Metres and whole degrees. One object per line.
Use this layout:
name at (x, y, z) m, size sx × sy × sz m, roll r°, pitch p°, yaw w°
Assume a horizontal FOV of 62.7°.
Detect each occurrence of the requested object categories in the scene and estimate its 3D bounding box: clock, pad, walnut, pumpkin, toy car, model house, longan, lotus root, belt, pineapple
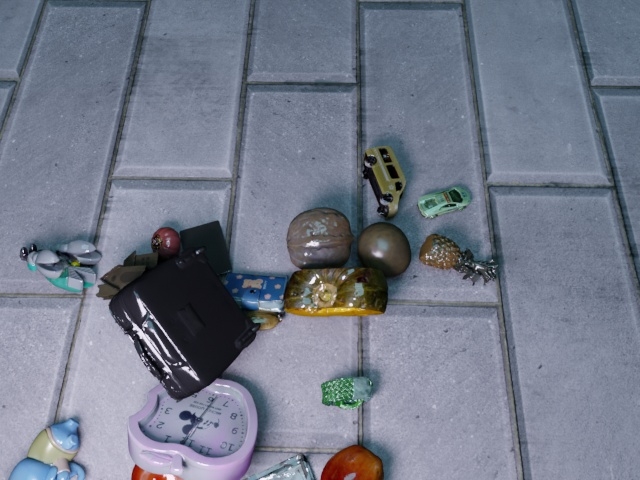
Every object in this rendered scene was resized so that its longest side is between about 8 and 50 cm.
clock at (-0.329, 0.504, 1.395) m, size 0.339 × 0.102 × 0.338 m, roll 9°, pitch 27°, yaw -5°
pad at (-0.383, 0.033, 1.743) m, size 0.143 × 0.003 × 0.211 m, roll -16°, pitch 59°, yaw -7°
walnut at (0.000, 0.000, 1.664) m, size 0.225 × 0.224 × 0.224 m, roll 0°, pitch 65°, yaw 1°
pumpkin at (0.051, 0.161, 1.587) m, size 0.318 × 0.222 × 0.139 m, roll -7°, pitch 75°, yaw 23°
toy car at (0.423, -0.137, 1.796) m, size 0.186 × 0.058 × 0.093 m, roll -16°, pitch 64°, yaw -6°
model house at (-0.593, 0.144, 1.620) m, size 0.244 × 0.204 × 0.211 m, roll -7°, pitch 66°, yaw 16°
longan at (0.210, 0.026, 1.677) m, size 0.184 × 0.159 × 0.204 m, roll 52°, pitch 36°, yaw 4°
lotus root at (-0.192, 0.248, 1.624) m, size 0.152 × 0.063 × 0.072 m, roll 1°, pitch 33°, yaw 3°
belt at (0.077, 0.441, 1.501) m, size 0.152 × 0.121 × 0.079 m, roll -6°, pitch 63°, yaw -7°
toy car at (0.229, -0.201, 1.804) m, size 0.125 × 0.101 × 0.256 m, roll -14°, pitch 65°, yaw -9°
pineapple at (0.447, 0.068, 1.685) m, size 0.252 × 0.125 × 0.125 m, roll 21°, pitch 67°, yaw -1°

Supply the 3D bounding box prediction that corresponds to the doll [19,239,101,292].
doll at (-0.837, 0.072, 1.660) m, size 0.259 × 0.153 × 0.195 m, roll 10°, pitch 29°, yaw -8°

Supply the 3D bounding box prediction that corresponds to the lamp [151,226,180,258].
lamp at (-0.507, 0.009, 1.721) m, size 0.108 × 0.092 × 0.107 m, roll -5°, pitch 80°, yaw 32°

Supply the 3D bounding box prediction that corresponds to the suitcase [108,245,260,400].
suitcase at (-0.372, 0.224, 1.448) m, size 0.188 × 0.339 × 0.345 m, roll -29°, pitch 97°, yaw 29°

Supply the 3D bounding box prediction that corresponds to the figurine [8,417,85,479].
figurine at (-0.742, 0.622, 1.415) m, size 0.180 × 0.153 × 0.262 m, roll 32°, pitch 73°, yaw 26°

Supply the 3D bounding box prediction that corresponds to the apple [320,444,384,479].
apple at (0.090, 0.632, 1.404) m, size 0.156 × 0.147 × 0.158 m, roll 23°, pitch 65°, yaw 34°

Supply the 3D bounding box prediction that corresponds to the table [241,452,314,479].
table at (-0.077, 0.734, 1.286) m, size 0.223 × 0.272 × 0.334 m, roll -22°, pitch 67°, yaw -8°

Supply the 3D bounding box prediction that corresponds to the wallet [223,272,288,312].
wallet at (-0.204, 0.160, 1.645) m, size 0.203 × 0.059 × 0.141 m, roll 4°, pitch 40°, yaw 3°

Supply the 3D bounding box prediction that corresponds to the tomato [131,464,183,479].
tomato at (-0.409, 0.637, 1.404) m, size 0.195 × 0.136 × 0.194 m, roll -1°, pitch 75°, yaw 5°
